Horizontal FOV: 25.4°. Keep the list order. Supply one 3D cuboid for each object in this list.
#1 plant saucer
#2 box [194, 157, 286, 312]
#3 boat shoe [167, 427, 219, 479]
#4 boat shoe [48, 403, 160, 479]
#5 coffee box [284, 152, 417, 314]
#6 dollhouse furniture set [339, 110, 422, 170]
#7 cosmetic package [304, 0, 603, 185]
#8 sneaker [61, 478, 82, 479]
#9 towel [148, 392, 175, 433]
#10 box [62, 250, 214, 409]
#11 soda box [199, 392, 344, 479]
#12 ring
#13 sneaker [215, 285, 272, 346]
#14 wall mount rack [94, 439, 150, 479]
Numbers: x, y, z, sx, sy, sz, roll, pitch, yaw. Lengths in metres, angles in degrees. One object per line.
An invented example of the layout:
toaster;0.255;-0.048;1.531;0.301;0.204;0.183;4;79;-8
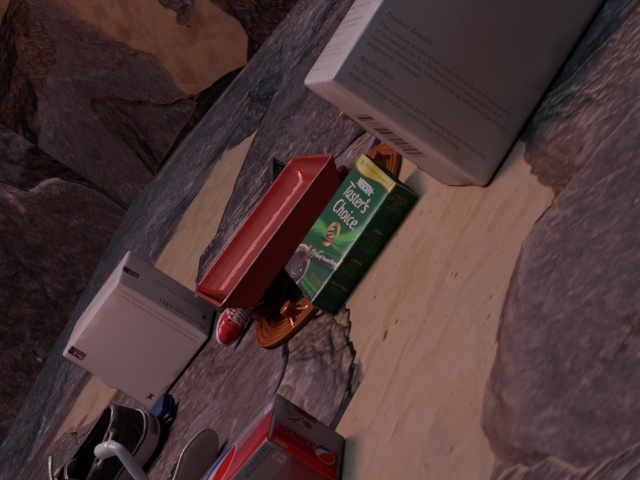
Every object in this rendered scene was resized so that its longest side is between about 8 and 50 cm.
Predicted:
plant saucer;-0.071;-0.008;2.037;0.259;0.047;0.258;-54;12;-6
box;-0.123;-0.012;2.386;0.231;0.056;0.183;-54;14;15
boat shoe;-0.171;0.300;1.837;0.038;0.046;0.125;-9;57;67
boat shoe;-0.368;0.378;2.181;0.306;0.105;0.113;-51;38;20
coffee box;0.035;-0.010;1.766;0.184;0.040;0.113;-54;30;9
dollhouse furniture set;0.133;-0.212;1.757;0.184;0.129;0.129;-51;14;27
cosmetic package;0.178;-0.275;1.560;0.385;0.217;0.156;-56;13;-4
sneaker;-0.345;0.435;1.755;0.202;0.185;0.483;-57;5;22
towel;-0.268;0.298;2.231;0.119;0.029;0.067;-54;15;19
box;-0.300;0.150;2.365;0.182;0.181;0.119;-51;15;23
soda box;-0.089;0.283;1.457;0.263;0.092;0.083;-50;13;25
ring;0.000;0.000;1.960;0.336;0.032;0.336;-52;14;19
sneaker;-0.113;0.101;2.104;0.118;0.042;0.067;-60;10;-22
wall mount rack;-0.327;0.348;1.545;0.350;0.130;0.304;-37;-1;-42
